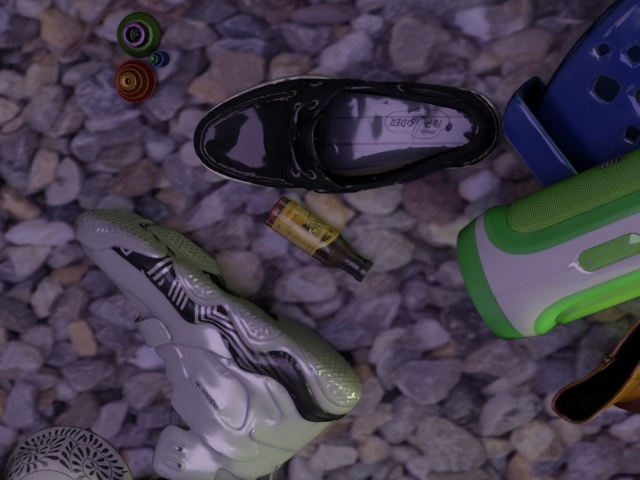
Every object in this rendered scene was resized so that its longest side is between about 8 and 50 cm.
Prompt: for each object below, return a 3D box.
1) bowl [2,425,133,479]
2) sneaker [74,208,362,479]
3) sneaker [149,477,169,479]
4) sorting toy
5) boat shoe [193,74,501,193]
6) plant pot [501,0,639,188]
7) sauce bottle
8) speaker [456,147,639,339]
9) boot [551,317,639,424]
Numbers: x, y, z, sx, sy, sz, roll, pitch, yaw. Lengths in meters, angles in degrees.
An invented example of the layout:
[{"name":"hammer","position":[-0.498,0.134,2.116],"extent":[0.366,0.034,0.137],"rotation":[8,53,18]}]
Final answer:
[{"name":"bowl","position":[-0.310,0.311,1.393],"extent":[0.170,0.080,0.170],"rotation":[1,97,9]},{"name":"sneaker","position":[-0.153,0.134,1.311],"extent":[0.366,0.137,0.210],"rotation":[36,99,-1]},{"name":"sneaker","position":[-0.155,0.370,1.376],"extent":[0.087,0.083,0.221],"rotation":[-35,106,-19]},{"name":"sorting toy","position":[-0.203,-0.204,1.320],"extent":[0.061,0.042,0.101],"rotation":[3,98,9]},{"name":"boat shoe","position":[0.020,-0.111,1.261],"extent":[0.340,0.113,0.127],"rotation":[3,99,9]},{"name":"plant pot","position":[0.317,-0.113,1.159],"extent":[0.212,0.236,0.236],"rotation":[-37,92,19]},{"name":"sauce bottle","position":[0.000,0.000,1.318],"extent":[0.128,0.042,0.042],"rotation":[33,102,1]},{"name":"speaker","position":[0.272,-0.015,1.012],"extent":[0.297,0.131,0.131],"rotation":[-24,94,24]},{"name":"boot","position":[0.350,0.066,1.148],"extent":[0.264,0.280,0.096],"rotation":[-45,66,17]}]
